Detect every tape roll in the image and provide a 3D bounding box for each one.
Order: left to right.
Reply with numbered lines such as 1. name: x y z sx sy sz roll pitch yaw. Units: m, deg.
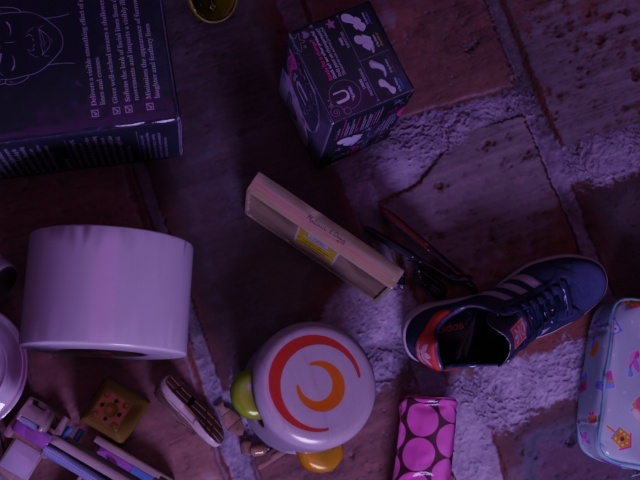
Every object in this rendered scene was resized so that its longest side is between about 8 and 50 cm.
1. tape roll: -0.313 0.083 1.499 0.246 0.246 0.169 4 78 -5

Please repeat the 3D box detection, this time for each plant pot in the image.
1. plant pot: -0.316 0.258 1.545 0.081 0.083 0.081 31 77 1

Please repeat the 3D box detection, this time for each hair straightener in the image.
1. hair straightener: 0.163 0.046 1.668 0.230 0.047 0.089 38 95 -3

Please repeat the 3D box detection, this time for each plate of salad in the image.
1. plate of salad: -0.544 0.196 1.550 0.199 0.048 0.200 1 77 -3

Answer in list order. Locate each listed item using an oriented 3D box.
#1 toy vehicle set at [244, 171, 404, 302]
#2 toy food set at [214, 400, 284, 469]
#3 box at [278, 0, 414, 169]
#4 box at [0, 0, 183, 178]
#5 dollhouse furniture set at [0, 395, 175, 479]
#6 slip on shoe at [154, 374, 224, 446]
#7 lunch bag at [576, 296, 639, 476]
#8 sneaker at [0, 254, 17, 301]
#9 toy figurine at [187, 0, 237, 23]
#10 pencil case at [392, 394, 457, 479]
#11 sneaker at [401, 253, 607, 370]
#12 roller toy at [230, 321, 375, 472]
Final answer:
1. toy vehicle set: 0.000 0.000 1.588 0.266 0.166 0.035 34 78 1
2. toy food set: -0.104 0.295 1.596 0.078 0.019 0.122 -31 76 -11
3. box: 0.029 -0.238 1.597 0.142 0.247 0.163 -24 82 -11
4. box: -0.428 -0.269 1.572 0.395 0.212 0.294 -8 80 -8
5. dollhouse furniture set: -0.356 0.365 1.408 0.286 0.303 0.198 30 76 0
6. slip on shoe: -0.206 0.271 1.579 0.135 0.051 0.041 46 118 -4
7. lunch bag: 0.538 0.242 1.630 0.223 0.108 0.279 11 79 -7
8. sneaker: -0.592 0.115 1.499 0.123 0.106 0.290 34 63 16
9. toy figurine: -0.218 -0.572 1.702 0.191 0.217 0.363 -29 127 -25
10. pencil case: 0.156 0.343 1.580 0.098 0.095 0.209 5 75 16
11. sneaker: 0.308 0.126 1.592 0.350 0.148 0.131 -21 104 -6
12. roller toy: -0.020 0.230 1.552 0.209 0.146 0.191 36 68 -3
